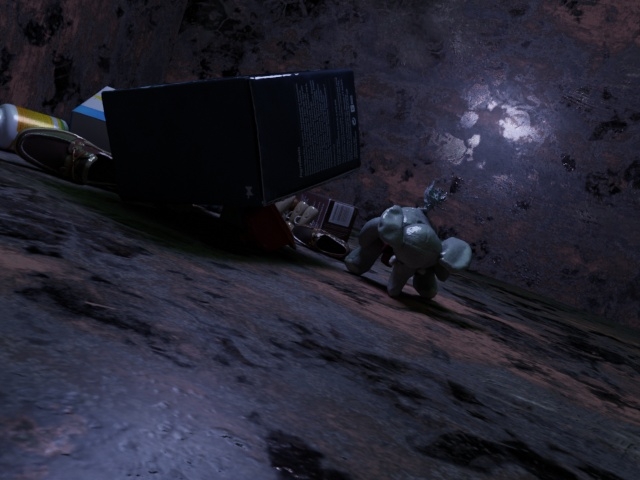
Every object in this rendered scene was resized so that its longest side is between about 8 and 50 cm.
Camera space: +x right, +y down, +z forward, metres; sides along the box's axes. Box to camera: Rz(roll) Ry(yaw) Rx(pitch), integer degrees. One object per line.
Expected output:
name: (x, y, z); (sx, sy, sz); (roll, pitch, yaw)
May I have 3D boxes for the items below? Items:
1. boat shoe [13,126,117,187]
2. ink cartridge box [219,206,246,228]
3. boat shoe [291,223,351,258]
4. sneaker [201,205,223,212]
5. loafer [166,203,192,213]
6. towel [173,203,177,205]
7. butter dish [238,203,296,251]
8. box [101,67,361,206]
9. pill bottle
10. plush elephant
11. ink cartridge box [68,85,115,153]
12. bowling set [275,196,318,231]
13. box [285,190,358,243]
boat shoe: (-0.649, -0.214, 1.652); (0.341, 0.123, 0.123); (23, 1, -34)
ink cartridge box: (-0.252, -0.103, 1.903); (0.209, 0.109, 0.062); (23, 6, 37)
boat shoe: (0.000, 0.000, 1.916); (0.206, 0.073, 0.073); (20, 4, 11)
sneaker: (-0.408, -0.173, 2.118); (0.261, 0.104, 0.125); (23, 9, 41)
loafer: (-0.406, -0.103, 1.751); (0.039, 0.045, 0.125); (12, 8, 4)
towel: (-0.377, -0.159, 1.821); (0.271, 0.040, 0.370); (-13, 18, -27)
butter dish: (-0.154, -0.030, 1.540); (0.160, 0.118, 0.160); (61, -11, -20)
box: (-0.215, -0.280, 1.592); (0.479, 0.298, 0.471); (4, 19, 31)
pill bottle: (-0.908, -0.333, 1.830); (0.136, 0.137, 0.245); (23, 7, 39)
plush elephant: (0.229, 0.029, 1.543); (0.271, 0.330, 0.255); (26, 24, 0)
ink cartridge box: (-0.653, -0.334, 1.920); (0.197, 0.198, 0.270); (18, 29, -6)
bowling set: (-0.131, -0.095, 2.162); (0.287, 0.154, 0.200); (36, -1, 19)
box: (0.002, -0.086, 2.287); (0.168, 0.167, 0.203); (13, 8, -44)
